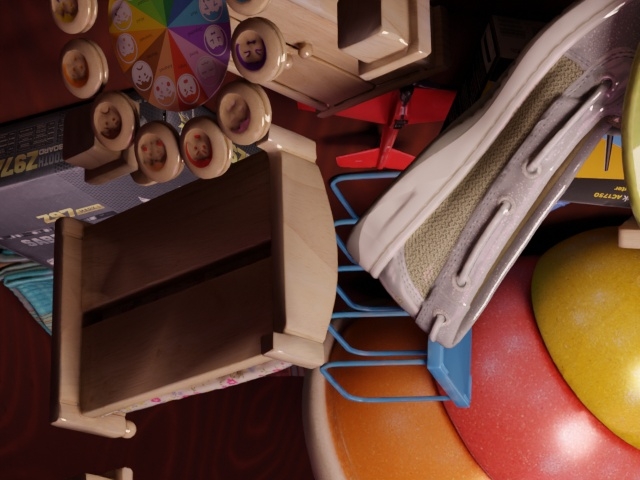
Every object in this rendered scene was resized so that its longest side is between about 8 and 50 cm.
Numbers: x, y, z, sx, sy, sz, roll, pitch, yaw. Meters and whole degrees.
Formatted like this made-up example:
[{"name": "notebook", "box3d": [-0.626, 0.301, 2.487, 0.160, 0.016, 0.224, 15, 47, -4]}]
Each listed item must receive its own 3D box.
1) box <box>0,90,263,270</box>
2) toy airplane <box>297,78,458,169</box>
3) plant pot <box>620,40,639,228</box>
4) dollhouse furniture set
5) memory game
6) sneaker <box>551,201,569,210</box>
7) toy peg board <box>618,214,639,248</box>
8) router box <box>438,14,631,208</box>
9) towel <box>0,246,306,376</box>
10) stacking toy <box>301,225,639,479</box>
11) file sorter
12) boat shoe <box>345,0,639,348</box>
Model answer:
[{"name": "box", "box3d": [-0.162, -0.041, 1.390, 0.232, 0.059, 0.183, -12, 155, 28]}, {"name": "toy airplane", "box3d": [0.051, -0.085, 1.317, 0.151, 0.028, 0.151, -1, 159, 0]}, {"name": "plant pot", "box3d": [0.341, -0.043, 0.947, 0.276, 0.276, 0.254, 8, -166, -21]}, {"name": "dollhouse furniture set", "box3d": [0.000, 0.000, 1.083, 0.303, 0.355, 0.174, -20, 152, 40]}, {"name": "memory game", "box3d": [-0.092, -0.122, 1.024, 0.186, 0.186, 0.012, -20, 180, 42]}, {"name": "sneaker", "box3d": [0.208, -0.044, 1.382, 0.084, 0.058, 0.152, 17, 148, -18]}, {"name": "toy peg board", "box3d": [0.316, 0.015, 1.312, 0.161, 0.079, 0.160, 2, -166, 24]}, {"name": "router box", "box3d": [0.183, -0.085, 1.241, 0.179, 0.046, 0.133, 5, 139, -14]}, {"name": "towel", "box3d": [-0.138, 0.077, 1.732, 0.271, 0.040, 0.370, -2, 159, 7]}, {"name": "stacking toy", "box3d": [0.250, 0.107, 1.541, 0.350, 0.350, 0.480, 18, 136, -40]}, {"name": "file sorter", "box3d": [0.063, 0.038, 1.449, 0.104, 0.170, 0.118, -2, 160, 15]}, {"name": "boat shoe", "box3d": [0.154, -0.067, 1.109, 0.320, 0.103, 0.118, -44, 171, 19]}]
